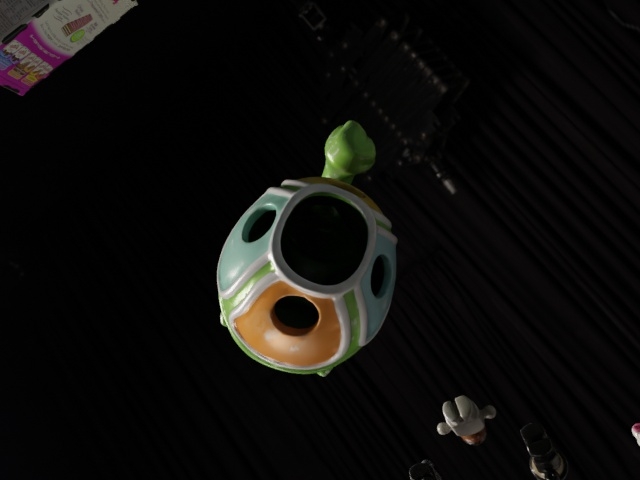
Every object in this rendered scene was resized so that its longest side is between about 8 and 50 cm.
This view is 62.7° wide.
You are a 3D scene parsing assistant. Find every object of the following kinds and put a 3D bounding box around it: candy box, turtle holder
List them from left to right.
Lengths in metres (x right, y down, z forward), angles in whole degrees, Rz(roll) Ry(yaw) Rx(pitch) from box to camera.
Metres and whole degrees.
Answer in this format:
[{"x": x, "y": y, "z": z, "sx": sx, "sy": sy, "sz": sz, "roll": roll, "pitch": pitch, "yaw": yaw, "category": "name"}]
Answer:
[{"x": -0.384, "y": -0.318, "z": 0.739, "sx": 0.233, "sy": 0.071, "sz": 0.159, "roll": -40, "pitch": 8, "yaw": -5, "category": "candy box"}, {"x": 0.009, "y": 0.017, "z": 0.703, "sx": 0.320, "sy": 0.243, "sz": 0.227, "roll": -41, "pitch": -11, "yaw": -22, "category": "turtle holder"}]

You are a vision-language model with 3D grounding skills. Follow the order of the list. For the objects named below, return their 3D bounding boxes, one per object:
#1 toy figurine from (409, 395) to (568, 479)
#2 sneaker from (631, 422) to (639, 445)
[{"x": 0.271, "y": 0.380, "z": 0.851, "sx": 0.213, "sy": 0.210, "sz": 0.148, "roll": -58, "pitch": -44, "yaw": -22, "category": "toy figurine"}, {"x": 0.377, "y": 0.236, "z": 0.521, "sx": 0.063, "sy": 0.074, "sz": 0.170, "roll": -18, "pitch": -5, "yaw": 3, "category": "sneaker"}]
